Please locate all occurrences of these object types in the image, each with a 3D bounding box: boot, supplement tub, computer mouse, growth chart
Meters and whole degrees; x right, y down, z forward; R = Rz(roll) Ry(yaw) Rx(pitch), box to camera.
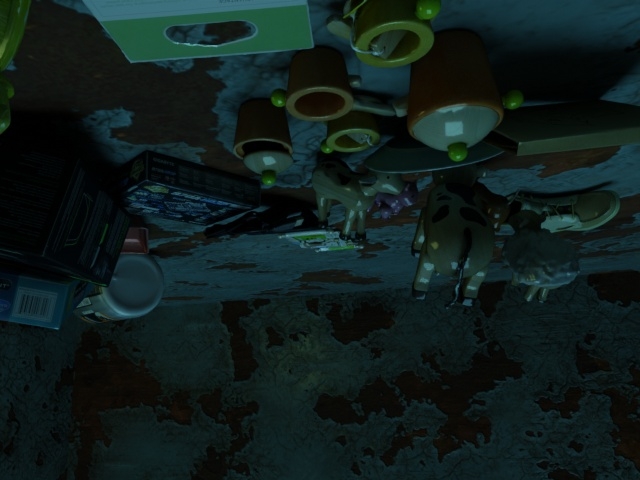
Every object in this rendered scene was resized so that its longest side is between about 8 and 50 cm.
[{"bbox_3d":[0.483,-0.063,1.026,0.165,0.077,0.213,7,167,-29],"label":"boot"},{"bbox_3d":[-0.617,0.143,1.446,0.193,0.193,0.316,10,163,-43],"label":"supplement tub"},{"bbox_3d":[-0.078,-0.045,0.952,0.262,0.060,0.184,-6,180,-40],"label":"computer mouse"},{"bbox_3d":[0.000,0.000,1.331,0.172,0.021,0.237,-7,166,24],"label":"growth chart"}]

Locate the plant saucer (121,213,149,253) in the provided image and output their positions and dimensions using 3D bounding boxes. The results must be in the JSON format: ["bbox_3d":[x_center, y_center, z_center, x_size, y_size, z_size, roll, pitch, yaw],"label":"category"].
[{"bbox_3d":[-0.514,-0.020,1.078,0.258,0.047,0.259,2,166,-18],"label":"plant saucer"}]

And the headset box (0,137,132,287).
[{"bbox_3d":[-0.434,-0.039,0.698,0.246,0.131,0.283,15,166,-5],"label":"headset box"}]

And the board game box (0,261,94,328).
[{"bbox_3d":[-0.568,0.060,0.895,0.254,0.079,0.336,14,-178,-17],"label":"board game box"}]

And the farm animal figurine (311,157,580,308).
[{"bbox_3d":[0.164,-0.053,0.720,0.330,0.327,0.172,-2,125,-10],"label":"farm animal figurine"}]

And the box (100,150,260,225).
[{"bbox_3d":[-0.243,-0.080,0.855,0.175,0.051,0.220,-15,162,43],"label":"box"}]

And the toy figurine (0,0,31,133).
[{"bbox_3d":[-0.375,-0.124,0.362,0.217,0.191,0.362,15,158,-39],"label":"toy figurine"}]

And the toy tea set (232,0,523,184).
[{"bbox_3d":[0.038,-0.126,0.543,0.200,0.124,0.336,7,164,-36],"label":"toy tea set"}]

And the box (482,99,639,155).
[{"bbox_3d":[0.277,-0.133,0.557,0.201,0.021,0.164,-6,-156,-6],"label":"box"}]

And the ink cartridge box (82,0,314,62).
[{"bbox_3d":[-0.096,-0.208,0.319,0.171,0.056,0.235,-3,170,4],"label":"ink cartridge box"}]

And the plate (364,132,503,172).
[{"bbox_3d":[0.149,-0.125,0.638,0.188,0.024,0.188,-11,-160,4],"label":"plate"}]
